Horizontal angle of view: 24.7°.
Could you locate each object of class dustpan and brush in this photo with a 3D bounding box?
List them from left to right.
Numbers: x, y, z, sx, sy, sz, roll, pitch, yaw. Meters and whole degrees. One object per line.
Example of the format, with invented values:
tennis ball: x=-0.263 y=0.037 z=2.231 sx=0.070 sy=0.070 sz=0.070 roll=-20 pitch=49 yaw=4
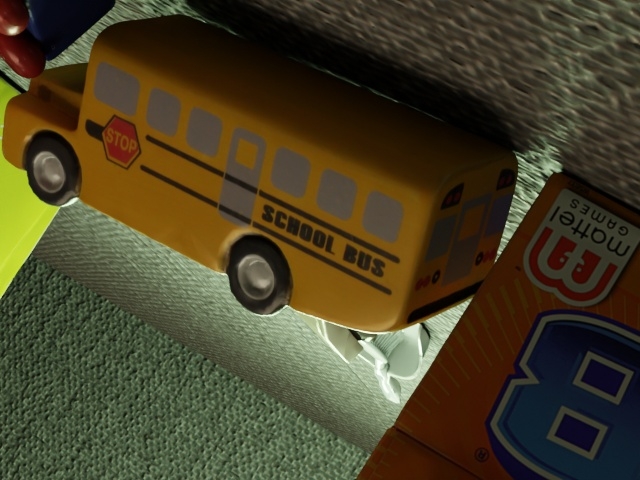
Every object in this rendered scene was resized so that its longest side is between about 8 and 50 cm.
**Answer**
dustpan and brush: x=0.066 y=0.121 z=1.588 sx=0.147 sy=0.060 sz=0.211 roll=27 pitch=167 yaw=30

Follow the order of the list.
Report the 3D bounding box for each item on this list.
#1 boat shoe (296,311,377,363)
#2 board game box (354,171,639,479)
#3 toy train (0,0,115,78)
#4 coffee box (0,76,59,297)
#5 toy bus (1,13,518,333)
boat shoe: x=0.000 y=0.000 z=1.158 sx=0.116 sy=0.097 sz=0.324 roll=45 pitch=174 yaw=27
board game box: x=0.207 y=0.238 z=0.924 sx=0.356 sy=0.356 sz=0.356 roll=31 pitch=169 yaw=15
toy train: x=-0.190 y=-0.201 z=0.843 sx=0.143 sy=0.105 sz=0.248 roll=46 pitch=170 yaw=5
coffee box: x=-0.535 y=-0.084 z=1.668 sx=0.334 sy=0.338 sz=0.337 roll=20 pitch=163 yaw=48
toy bus: x=-0.050 y=-0.050 z=0.925 sx=0.332 sy=0.130 sz=0.108 roll=26 pitch=-153 yaw=29
